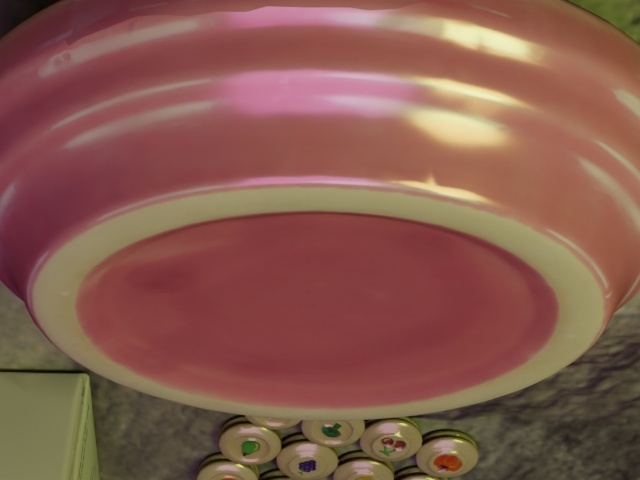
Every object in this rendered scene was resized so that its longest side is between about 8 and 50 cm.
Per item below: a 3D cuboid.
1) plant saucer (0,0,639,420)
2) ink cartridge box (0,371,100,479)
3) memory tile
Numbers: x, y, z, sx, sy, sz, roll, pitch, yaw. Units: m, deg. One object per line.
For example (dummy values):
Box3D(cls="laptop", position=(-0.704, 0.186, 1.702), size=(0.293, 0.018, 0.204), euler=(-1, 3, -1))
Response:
Box3D(cls="plant saucer", position=(0.000, 0.000, 0.751), size=(0.332, 0.084, 0.332), euler=(1, 154, 1))
Box3D(cls="ink cartridge box", position=(-0.215, 0.189, 0.992), size=(0.172, 0.100, 0.237), euler=(1, 133, 0))
Box3D(cls="memory tile", position=(0.009, 0.134, 0.997), size=(0.148, 0.012, 0.113), euler=(18, 132, -17))
